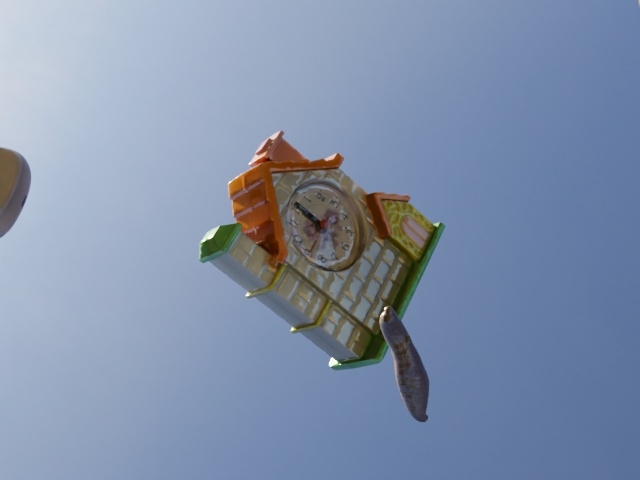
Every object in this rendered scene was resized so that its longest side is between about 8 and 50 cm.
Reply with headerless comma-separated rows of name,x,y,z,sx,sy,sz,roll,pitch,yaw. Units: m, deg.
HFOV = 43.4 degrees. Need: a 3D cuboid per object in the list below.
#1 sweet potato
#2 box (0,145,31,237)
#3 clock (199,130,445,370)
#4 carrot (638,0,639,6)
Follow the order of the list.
sweet potato,0.062,0.088,0.589,0.026,0.115,0.026,-16,-150,9
box,-0.611,-0.087,1.462,0.146,0.088,0.200,10,-126,-3
clock,0.000,0.000,1.005,0.106,0.255,0.219,-22,-146,54
carrot,0.361,-0.324,0.809,0.114,0.302,0.114,-11,-117,21
